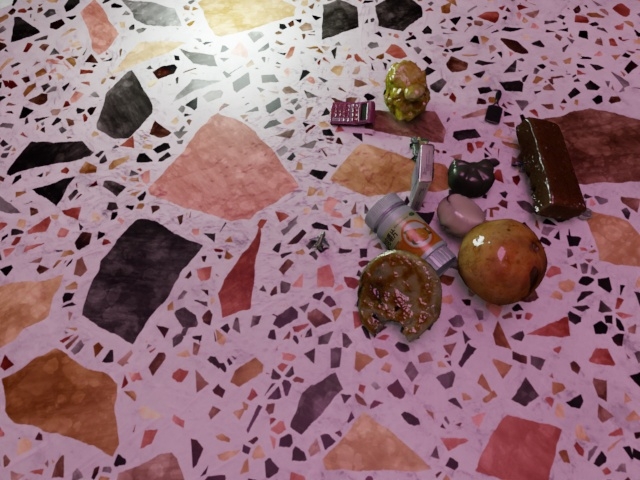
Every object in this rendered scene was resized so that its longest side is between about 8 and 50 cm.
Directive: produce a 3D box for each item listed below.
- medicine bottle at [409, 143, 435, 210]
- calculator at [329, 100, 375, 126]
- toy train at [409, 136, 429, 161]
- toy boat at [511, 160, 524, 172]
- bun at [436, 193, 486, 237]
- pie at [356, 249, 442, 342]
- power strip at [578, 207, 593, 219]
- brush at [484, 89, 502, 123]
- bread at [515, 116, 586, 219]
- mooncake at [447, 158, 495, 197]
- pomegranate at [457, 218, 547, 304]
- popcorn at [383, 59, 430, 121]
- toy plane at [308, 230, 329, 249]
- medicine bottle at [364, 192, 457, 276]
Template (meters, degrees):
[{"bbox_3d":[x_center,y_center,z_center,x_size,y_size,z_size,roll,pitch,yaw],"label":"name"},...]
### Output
[{"bbox_3d":[0.370,-0.227,1.711,0.052,0.201,0.171,8,65,3],"label":"medicine bottle"},{"bbox_3d":[0.135,-0.533,1.971,0.190,0.034,0.127,2,64,9],"label":"calculator"},{"bbox_3d":[0.398,-0.364,1.865,0.081,0.050,0.122,0,62,-3],"label":"toy train"},{"bbox_3d":[0.783,-0.282,1.818,0.083,0.038,0.038,23,66,8],"label":"toy boat"},{"bbox_3d":[0.490,-0.077,1.674,0.172,0.120,0.173,20,37,-16],"label":"bun"},{"bbox_3d":[0.252,0.176,1.522,0.302,0.067,0.303,-3,84,24],"label":"pie"},{"bbox_3d":[0.961,-0.105,1.720,0.083,0.035,0.055,7,64,3],"label":"power strip"},{"bbox_3d":[0.739,-0.566,1.972,0.062,0.016,0.193,18,66,10],"label":"brush"},{"bbox_3d":[0.848,-0.274,1.749,0.165,0.113,0.417,11,60,-18],"label":"bread"},{"bbox_3d":[0.572,-0.250,1.773,0.175,0.104,0.168,-28,60,-15],"label":"mooncake"},{"bbox_3d":[0.584,0.066,1.521,0.281,0.281,0.281,-1,63,2],"label":"pomegranate"},{"bbox_3d":[0.360,-0.609,1.894,0.192,0.233,0.266,-11,37,-10],"label":"popcorn"},{"bbox_3d":[0.000,0.002,1.703,0.080,0.033,0.083,17,58,11],"label":"toy plane"},{"bbox_3d":[0.311,-0.006,1.625,0.158,0.158,0.318,-36,67,-15],"label":"medicine bottle"}]
